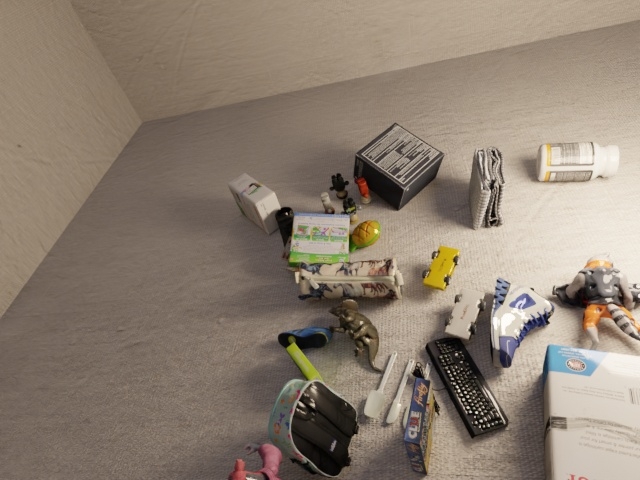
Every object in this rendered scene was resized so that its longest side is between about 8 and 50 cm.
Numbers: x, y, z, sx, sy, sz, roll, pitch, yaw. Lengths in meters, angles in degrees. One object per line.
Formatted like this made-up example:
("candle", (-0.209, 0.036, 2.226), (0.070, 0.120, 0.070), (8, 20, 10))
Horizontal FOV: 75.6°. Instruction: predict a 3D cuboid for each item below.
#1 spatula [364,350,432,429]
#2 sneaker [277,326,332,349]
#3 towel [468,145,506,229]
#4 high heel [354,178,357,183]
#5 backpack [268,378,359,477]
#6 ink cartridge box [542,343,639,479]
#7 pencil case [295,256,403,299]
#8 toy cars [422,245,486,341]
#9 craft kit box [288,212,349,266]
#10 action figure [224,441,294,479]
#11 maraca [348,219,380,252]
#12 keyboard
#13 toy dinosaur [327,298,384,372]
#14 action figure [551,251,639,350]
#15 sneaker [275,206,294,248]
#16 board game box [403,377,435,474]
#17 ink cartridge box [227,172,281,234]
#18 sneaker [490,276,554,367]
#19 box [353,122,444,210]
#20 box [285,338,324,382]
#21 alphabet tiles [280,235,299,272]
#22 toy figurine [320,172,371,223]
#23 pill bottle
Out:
("spatula", (0.253, 0.469, 1.313), (0.168, 0.019, 0.242), (11, 51, 26))
("sneaker", (-0.054, 0.355, 1.519), (0.209, 0.069, 0.082), (-9, 10, 23))
("towel", (0.695, -0.218, 1.706), (0.121, 0.235, 0.284), (1, 46, 12))
("high heel", (0.292, -0.331, 2.071), (0.244, 0.082, 0.117), (-22, 32, -22))
("backpack", (-0.034, 0.526, 1.192), (0.191, 0.253, 0.225), (-10, 41, 39))
("ink cartridge box", (0.720, 0.488, 1.026), (0.285, 0.166, 0.395), (4, 47, 23))
("pencil case", (0.114, 0.149, 1.575), (0.410, 0.160, 0.183), (-3, 4, 16))
("toy cars", (0.476, 0.190, 1.480), (0.176, 0.087, 0.394), (-20, 46, 6))
("craft kit box", (0.000, 0.000, 1.769), (0.249, 0.061, 0.247), (3, 58, 3))
("action figure", (-0.125, 0.653, 1.004), (0.275, 0.370, 0.248), (8, 48, 28))
("maraca", (0.181, -0.018, 1.785), (0.185, 0.099, 0.127), (-33, 34, 24))
("keyboard", (0.407, 0.444, 1.271), (0.201, 0.033, 0.317), (-17, 42, -4))
("toy dinosaur", (0.137, 0.310, 1.442), (0.313, 0.121, 0.160), (40, 34, 28))
("action figure", (0.927, 0.181, 1.267), (0.341, 0.178, 0.330), (-8, 54, 15))
("sneaker", (-0.139, -0.040, 1.877), (0.104, 0.147, 0.296), (-22, 44, -6))
("board game box", (0.272, 0.503, 1.111), (0.042, 0.243, 0.165), (4, 47, 23))
("ink cartridge box", (-0.314, -0.184, 2.042), (0.117, 0.201, 0.278), (-38, 46, -19))
("sneaker", (0.646, 0.251, 1.322), (0.182, 0.127, 0.315), (4, 46, 25))
("box", (0.360, -0.347, 1.939), (0.296, 0.183, 0.294), (-40, 66, -21))
("box", (-0.054, 0.426, 1.402), (0.042, 0.109, 0.178), (-35, 45, -14))
("alphabet tiles", (-0.041, 0.059, 1.772), (0.237, 0.009, 0.198), (15, 61, 10))
("toy figurine", (0.119, -0.196, 1.956), (0.213, 0.148, 0.209), (14, 58, 28))
("pill bottle", (1.074, -0.331, 1.739), (0.278, 0.162, 0.162), (2, 47, 20))
